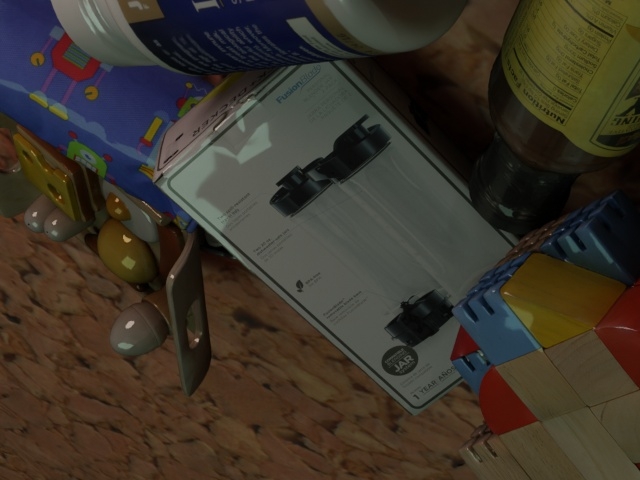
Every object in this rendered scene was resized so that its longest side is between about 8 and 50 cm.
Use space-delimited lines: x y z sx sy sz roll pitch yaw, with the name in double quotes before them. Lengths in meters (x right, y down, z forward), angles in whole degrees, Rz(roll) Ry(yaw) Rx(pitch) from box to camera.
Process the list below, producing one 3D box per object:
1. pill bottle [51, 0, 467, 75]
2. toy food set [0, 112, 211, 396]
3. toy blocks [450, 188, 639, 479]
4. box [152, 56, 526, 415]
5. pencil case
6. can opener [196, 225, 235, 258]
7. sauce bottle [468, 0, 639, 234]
"pill bottle" -0.045 -0.183 0.854 0.265 0.153 0.153 -1 138 42
"toy food set" -0.224 -0.002 1.288 0.306 0.092 0.219 39 155 22
"toy blocks" 0.207 0.090 0.884 0.261 0.191 0.381 52 143 -5
"box" 0.035 -0.020 1.021 0.169 0.087 0.290 -40 113 19
"pencil case" -0.199 -0.125 1.115 0.306 0.119 0.133 30 154 1
"can opener" 0.000 0.000 1.198 0.280 0.074 0.093 15 -178 28
"sauce bottle" 0.166 -0.115 0.819 0.111 0.111 0.344 27 153 5
